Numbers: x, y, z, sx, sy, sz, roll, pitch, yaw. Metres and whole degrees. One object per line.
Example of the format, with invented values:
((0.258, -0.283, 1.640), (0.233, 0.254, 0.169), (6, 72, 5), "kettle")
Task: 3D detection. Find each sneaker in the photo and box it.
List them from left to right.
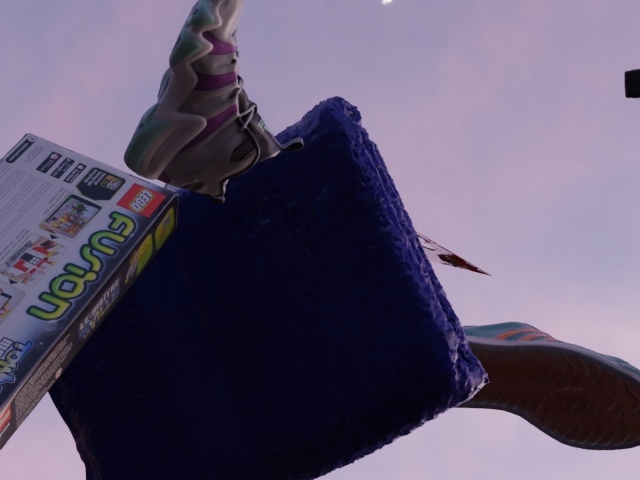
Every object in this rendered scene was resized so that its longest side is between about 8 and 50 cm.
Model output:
((-0.035, -0.060, 0.507), (0.069, 0.038, 0.098), (25, -62, -11), "sneaker")
((0.240, 0.141, 1.275), (0.302, 0.121, 0.108), (11, -72, 36), "sneaker")

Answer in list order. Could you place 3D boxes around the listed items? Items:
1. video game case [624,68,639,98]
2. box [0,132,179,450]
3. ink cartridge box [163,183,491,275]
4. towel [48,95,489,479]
((0.489, -0.173, 1.266), (0.274, 0.248, 0.035), (-2, -87, 27), "video game case")
((-0.183, 0.024, 0.699), (0.114, 0.207, 0.036), (23, -45, 12), "box")
((0.000, 0.000, 1.019), (0.232, 0.066, 0.189), (21, -4, 46), "ink cartridge box")
((-0.056, 0.068, 0.821), (0.308, 0.228, 0.076), (-31, -17, 23), "towel")
